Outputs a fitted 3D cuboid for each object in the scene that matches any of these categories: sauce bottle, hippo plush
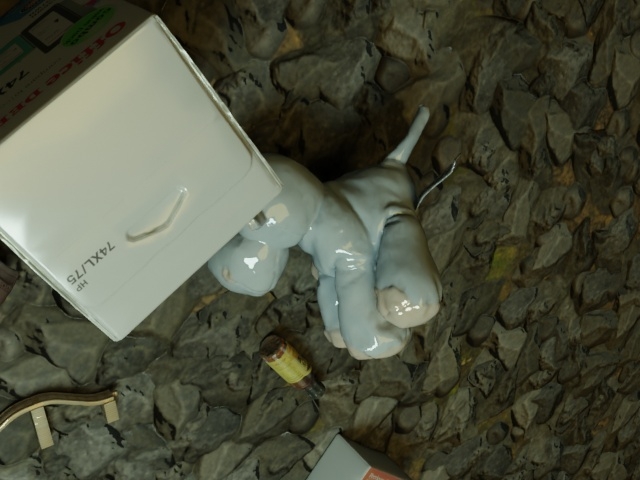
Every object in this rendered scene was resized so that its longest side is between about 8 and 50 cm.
[{"bbox_3d":[-0.036,0.177,1.131,0.042,0.042,0.128,-46,132,-7],"label":"sauce bottle"},{"bbox_3d":[0.000,0.000,0.944,0.236,0.234,0.294,10,125,-25],"label":"hippo plush"}]

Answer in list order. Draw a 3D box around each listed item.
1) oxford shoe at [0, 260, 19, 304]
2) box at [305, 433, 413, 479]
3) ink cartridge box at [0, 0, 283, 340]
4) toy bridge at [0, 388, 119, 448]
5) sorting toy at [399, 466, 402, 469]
[{"bbox_3d":[-0.390,-0.029,0.774,0.098,0.096,0.271,-51,137,-29],"label":"oxford shoe"},{"bbox_3d":[0.042,0.405,1.259,0.130,0.091,0.171,33,92,-40],"label":"box"},{"bbox_3d":[-0.210,-0.088,0.737,0.198,0.270,0.197,-43,129,-10],"label":"ink cartridge box"},{"bbox_3d":[-0.327,0.212,0.958,0.188,0.026,0.063,-19,120,-26],"label":"toy bridge"},{"bbox_3d":[0.111,0.419,1.344,0.061,0.042,0.102,-4,114,-33],"label":"sorting toy"}]
